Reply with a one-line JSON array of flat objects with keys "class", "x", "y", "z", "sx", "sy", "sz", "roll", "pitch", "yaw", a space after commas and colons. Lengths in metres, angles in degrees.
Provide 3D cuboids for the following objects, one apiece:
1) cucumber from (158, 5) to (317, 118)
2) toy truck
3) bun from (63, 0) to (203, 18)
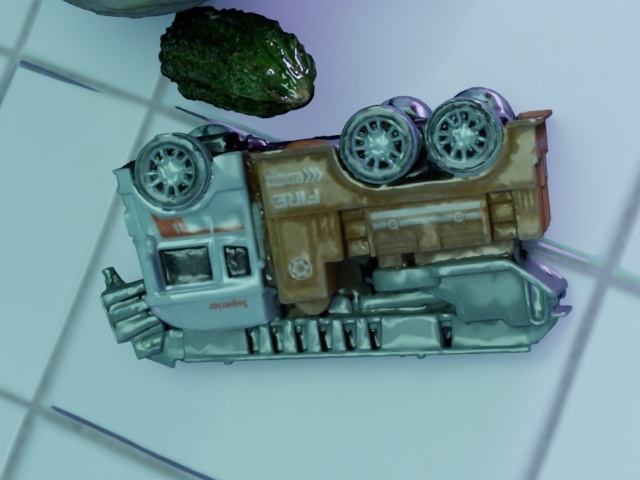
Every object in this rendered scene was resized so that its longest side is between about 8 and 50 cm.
[{"class": "cucumber", "x": -0.060, "y": -0.127, "z": 1.188, "sx": 0.077, "sy": 0.265, "sz": 0.077, "roll": -2, "pitch": 98, "yaw": -15}, {"class": "toy truck", "x": 0.000, "y": 0.000, "z": 1.203, "sx": 0.338, "sy": 0.133, "sz": 0.184, "roll": -7, "pitch": 95, "yaw": 12}, {"class": "bun", "x": -0.080, "y": -0.310, "z": 1.208, "sx": 0.362, "sy": 0.211, "sz": 0.362, "roll": -19, "pitch": 56, "yaw": 31}]
